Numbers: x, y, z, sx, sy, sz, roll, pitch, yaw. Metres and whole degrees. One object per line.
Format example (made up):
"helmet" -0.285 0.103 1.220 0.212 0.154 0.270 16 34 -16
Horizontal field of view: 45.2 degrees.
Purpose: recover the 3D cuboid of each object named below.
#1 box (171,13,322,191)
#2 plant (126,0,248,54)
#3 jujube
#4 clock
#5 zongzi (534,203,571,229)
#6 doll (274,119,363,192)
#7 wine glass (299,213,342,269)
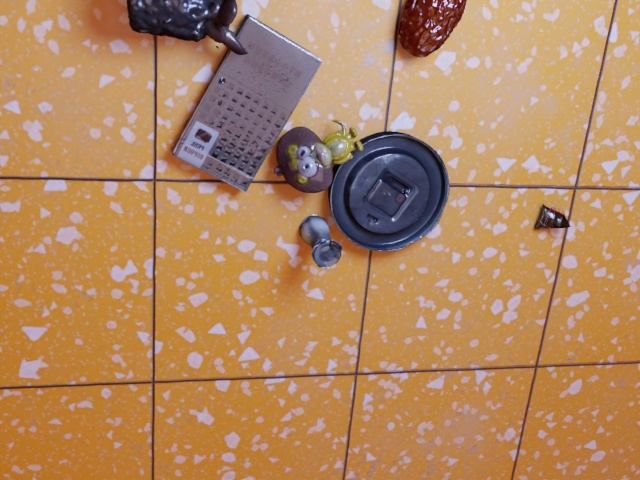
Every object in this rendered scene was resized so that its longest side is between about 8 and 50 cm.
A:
"box" -0.154 -0.278 1.591 0.180 0.047 0.325 27 105 -22
"plant" -0.245 -0.457 1.423 0.233 0.178 0.204 5 105 -5
"jujube" 0.228 -0.464 1.575 0.112 0.109 0.176 32 114 14
"clock" 0.151 -0.110 1.729 0.280 0.055 0.281 -5 114 -11
"zongzi" 0.570 -0.052 1.859 0.083 0.073 0.067 20 112 22
"doll" -0.012 -0.188 1.625 0.145 0.096 0.188 44 101 -3
"wine glass" 0.000 0.000 1.683 0.072 0.155 0.072 -5 113 -11
